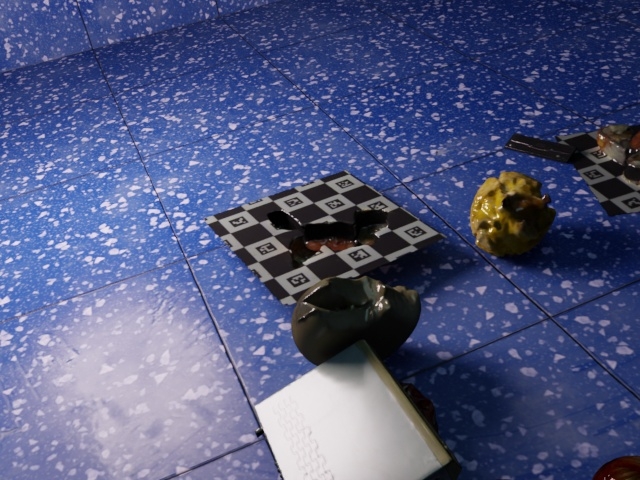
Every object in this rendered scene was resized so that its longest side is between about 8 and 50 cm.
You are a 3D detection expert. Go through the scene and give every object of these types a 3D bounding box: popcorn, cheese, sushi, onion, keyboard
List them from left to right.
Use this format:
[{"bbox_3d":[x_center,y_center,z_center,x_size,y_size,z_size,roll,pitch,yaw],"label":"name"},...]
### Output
[{"bbox_3d":[0.000,0.000,1.319,0.343,0.064,0.359,-21,36,-23],"label":"sushi"},{"bbox_3d":[0.042,0.125,1.021,0.203,0.175,0.091,18,38,-41],"label":"cheese"},{"bbox_3d":[0.347,-0.047,1.238,0.148,0.152,0.167,32,70,-5],"label":"popcorn"},{"bbox_3d":[0.494,-0.209,1.530,0.155,0.010,0.053,23,63,38],"label":"keyboard"},{"bbox_3d":[0.370,0.305,0.787,0.117,0.118,0.119,4,19,-46],"label":"onion"},{"bbox_3d":[0.702,-0.192,1.421,0.320,0.068,0.339,-7,36,2],"label":"sushi"}]

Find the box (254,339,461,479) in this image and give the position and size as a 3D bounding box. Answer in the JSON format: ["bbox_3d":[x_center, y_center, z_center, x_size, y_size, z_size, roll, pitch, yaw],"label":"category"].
[{"bbox_3d":[0.030,0.255,0.864,0.211,0.045,0.270,-33,30,-6],"label":"box"}]

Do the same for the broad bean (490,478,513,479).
[{"bbox_3d":[0.165,0.343,0.758,0.229,0.122,0.156,-11,18,-7],"label":"broad bean"}]

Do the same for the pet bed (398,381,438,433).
[{"bbox_3d":[0.065,0.273,0.940,0.201,0.053,0.201,-10,36,8],"label":"pet bed"}]
